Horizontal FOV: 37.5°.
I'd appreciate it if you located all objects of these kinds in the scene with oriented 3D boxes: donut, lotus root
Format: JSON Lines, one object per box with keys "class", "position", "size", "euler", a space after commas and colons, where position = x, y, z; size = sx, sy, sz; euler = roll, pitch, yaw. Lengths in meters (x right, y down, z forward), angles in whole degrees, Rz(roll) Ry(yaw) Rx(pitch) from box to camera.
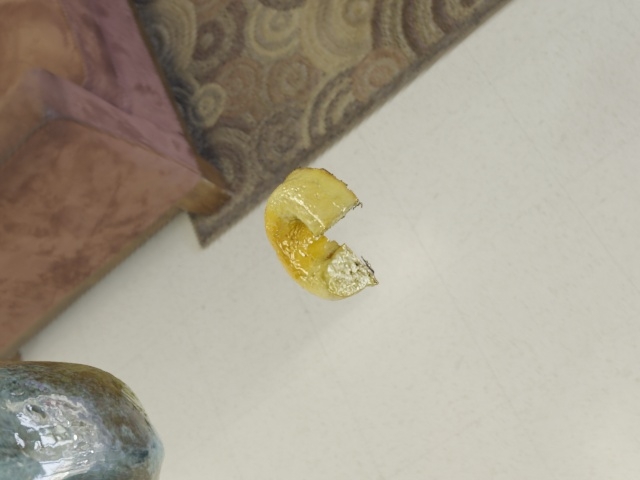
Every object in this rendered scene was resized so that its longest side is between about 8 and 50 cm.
{"class": "donut", "position": [-0.009, -0.005, 1.172], "size": [0.146, 0.181, 0.078], "euler": [23, 52, 38]}
{"class": "lotus root", "position": [-0.258, 0.168, 0.631], "size": [0.140, 0.322, 0.158], "euler": [-10, 84, 52]}
